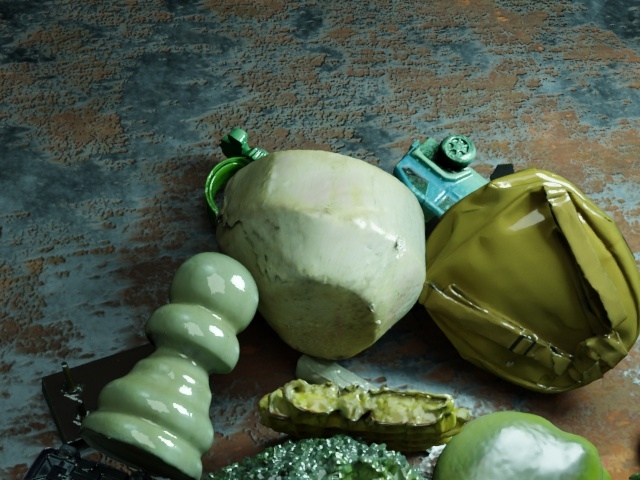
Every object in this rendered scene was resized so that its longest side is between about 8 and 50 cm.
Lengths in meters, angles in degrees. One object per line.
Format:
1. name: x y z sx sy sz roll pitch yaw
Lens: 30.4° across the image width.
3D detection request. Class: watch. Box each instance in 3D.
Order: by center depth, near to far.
1. watch: -0.144 -0.091 2.076 0.165 0.131 0.152 35 73 9

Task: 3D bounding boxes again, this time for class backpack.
1. backpack: 0.340 0.075 1.937 0.378 0.353 0.201 53 18 -13

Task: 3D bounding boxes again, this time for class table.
1. table: -0.293 0.216 1.804 0.240 0.111 0.122 -17 60 -24

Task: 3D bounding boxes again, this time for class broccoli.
1. broccoli: -0.017 0.403 1.640 0.317 0.277 0.338 41 63 -6

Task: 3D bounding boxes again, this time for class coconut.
1. coconut: 0.000 0.000 1.893 0.352 0.353 0.353 6 53 -8

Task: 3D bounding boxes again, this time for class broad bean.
1. broad bean: 0.309 0.378 1.819 0.291 0.119 0.238 -12 67 -18

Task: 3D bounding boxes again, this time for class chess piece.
1. chess piece: -0.194 0.170 1.697 0.182 0.182 0.330 22 67 4

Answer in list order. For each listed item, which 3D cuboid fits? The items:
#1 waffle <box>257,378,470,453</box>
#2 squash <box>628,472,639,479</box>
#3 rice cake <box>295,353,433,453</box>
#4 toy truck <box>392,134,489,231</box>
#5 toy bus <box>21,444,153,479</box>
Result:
1. waffle: 0.059 0.265 1.744 0.283 0.309 0.065 24 59 -35
2. squash: 0.567 0.396 1.895 0.132 0.105 0.105 18 50 24
3. rice cake: 0.077 0.258 1.894 0.256 0.057 0.052 29 36 9
4. toy truck: 0.259 -0.060 2.114 0.279 0.155 0.156 40 65 16
5. toy bus: -0.320 0.373 1.667 0.198 0.108 0.096 18 44 9
